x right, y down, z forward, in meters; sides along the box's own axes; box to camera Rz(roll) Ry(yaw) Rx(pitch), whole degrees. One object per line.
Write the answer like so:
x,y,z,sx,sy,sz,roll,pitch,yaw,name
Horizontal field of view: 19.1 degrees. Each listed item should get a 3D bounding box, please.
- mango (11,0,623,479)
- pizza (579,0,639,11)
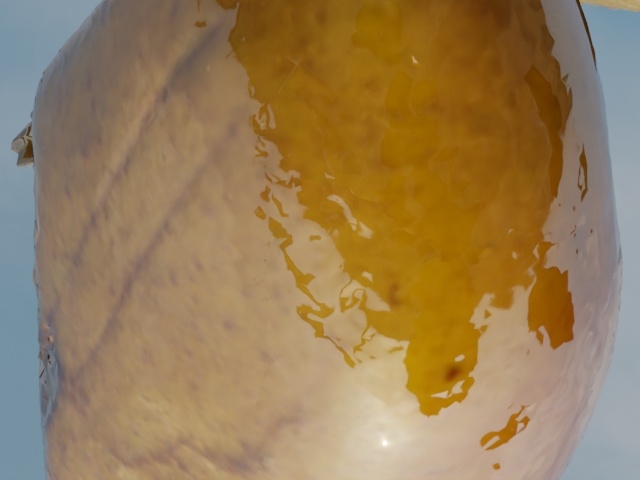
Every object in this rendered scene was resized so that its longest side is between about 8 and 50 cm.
0.000,0.000,0.588,0.199,0.350,0.201,28,-119,2,mango
0.134,-0.176,1.015,0.268,0.087,0.258,2,-155,0,pizza
